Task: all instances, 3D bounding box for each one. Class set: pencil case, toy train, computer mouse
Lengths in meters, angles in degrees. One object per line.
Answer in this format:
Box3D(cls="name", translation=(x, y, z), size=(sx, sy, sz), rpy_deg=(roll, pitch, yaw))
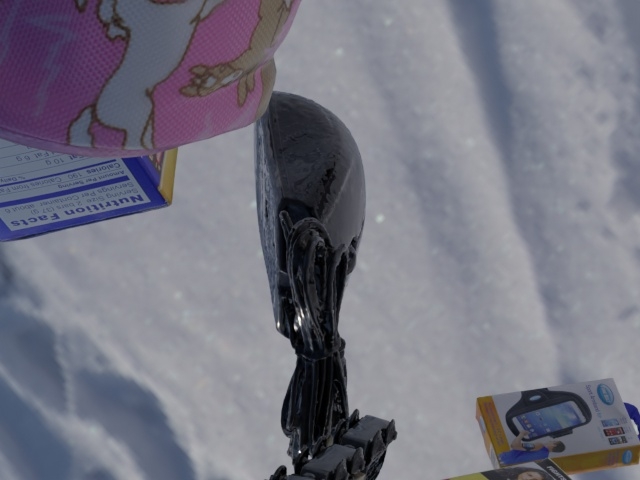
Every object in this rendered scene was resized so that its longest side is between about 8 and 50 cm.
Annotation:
Box3D(cls="pencil case", translation=(-0.050, -0.217, 0.554), size=(0.160, 0.167, 0.386), rpy_deg=(45, 126, 42))
Box3D(cls="toy train", translation=(0.001, 0.109, 0.804), size=(0.027, 0.158, 0.036), rpy_deg=(16, 103, 16))
Box3D(cls="computer mouse", translation=(0.000, 0.000, 1.224), size=(0.072, 0.272, 0.188), rpy_deg=(-3, 128, -5))

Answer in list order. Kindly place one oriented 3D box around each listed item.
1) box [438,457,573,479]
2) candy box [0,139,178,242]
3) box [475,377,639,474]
Box3D(cls="box", translation=(0.075, 0.197, 1.143), size=(0.087, 0.232, 0.058), rpy_deg=(44, 129, 43))
Box3D(cls="candy box", translation=(-0.176, -0.198, 0.992), size=(0.122, 0.268, 0.317), rpy_deg=(-8, 145, 15))
Box3D(cls="box", translation=(0.204, 0.156, 1.512), size=(0.081, 0.136, 0.028), rpy_deg=(-106, 9, -48))
